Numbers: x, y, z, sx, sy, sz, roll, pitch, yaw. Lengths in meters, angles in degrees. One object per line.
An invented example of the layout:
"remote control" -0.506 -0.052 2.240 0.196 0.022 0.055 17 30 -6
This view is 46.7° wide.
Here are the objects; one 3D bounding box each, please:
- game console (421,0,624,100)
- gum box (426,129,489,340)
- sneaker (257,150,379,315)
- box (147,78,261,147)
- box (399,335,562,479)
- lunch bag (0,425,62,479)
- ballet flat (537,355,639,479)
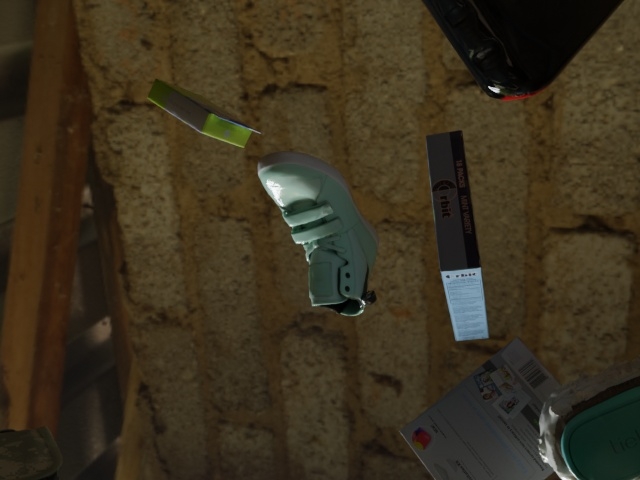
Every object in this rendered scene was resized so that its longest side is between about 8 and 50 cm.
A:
"game console" 0.097 -0.321 0.483 0.387 0.060 0.342 52 -129 -11
"gum box" 0.147 0.001 0.790 0.184 0.041 0.157 64 -158 -59
"sneaker" 0.001 0.000 0.986 0.256 0.094 0.151 45 -139 -40
"box" -0.197 -0.213 1.253 0.109 0.178 0.042 11 -71 -54
"box" 0.212 0.229 0.883 0.186 0.145 0.038 -39 -28 0
"lunch bag" -0.379 0.319 0.746 0.287 0.235 0.169 64 144 36
"ballet flat" 0.411 0.135 0.744 0.147 0.408 0.147 -18 -90 -82
